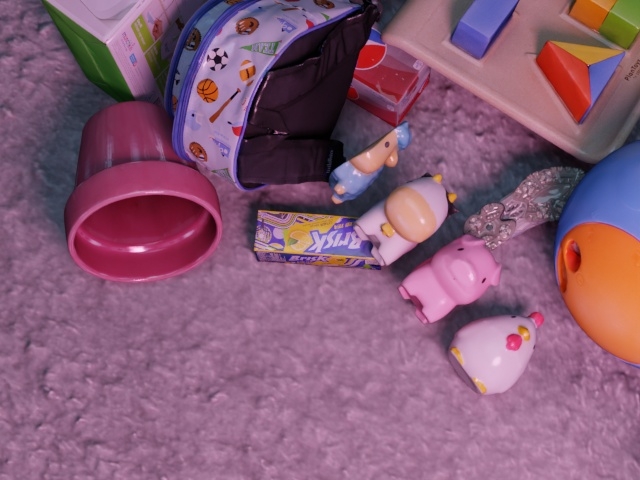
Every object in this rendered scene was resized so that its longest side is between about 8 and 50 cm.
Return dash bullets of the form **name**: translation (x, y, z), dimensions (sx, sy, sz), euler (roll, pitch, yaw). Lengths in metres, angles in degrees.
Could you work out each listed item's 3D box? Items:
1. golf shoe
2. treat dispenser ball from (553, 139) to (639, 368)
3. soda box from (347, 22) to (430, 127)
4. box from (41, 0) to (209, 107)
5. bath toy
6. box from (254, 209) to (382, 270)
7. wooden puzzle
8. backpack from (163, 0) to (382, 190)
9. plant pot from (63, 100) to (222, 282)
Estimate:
- **golf shoe**: translation (0.265, -0.043, 1.610), dimensions (0.176, 0.086, 0.069), euler (-24, 86, 3)
- **treat dispenser ball**: translation (0.424, 0.016, 1.480), dimensions (0.288, 0.288, 0.288), euler (-1, 74, 3)
- **soda box**: translation (0.019, -0.267, 1.696), dimensions (0.263, 0.083, 0.092), euler (33, 76, 13)
- **box**: translation (-0.220, -0.315, 1.633), dimensions (0.126, 0.262, 0.231), euler (36, 80, 13)
- **bath toy**: translation (0.156, 0.028, 1.537), dimensions (0.129, 0.151, 0.348), euler (-35, 92, -8)
- **box**: translation (0.000, 0.000, 1.634), dimensions (0.168, 0.054, 0.059), euler (4, 74, 4)
- **wooden puzzle**: translation (0.302, -0.302, 1.646), dimensions (0.347, 0.080, 0.322), euler (31, 62, 11)
- **backpack**: translation (-0.072, -0.194, 1.542), dimensions (0.213, 0.263, 0.277), euler (21, 117, 16)
- **plant pot**: translation (-0.237, -0.072, 1.608), dimensions (0.201, 0.201, 0.180), euler (-14, 58, -1)
